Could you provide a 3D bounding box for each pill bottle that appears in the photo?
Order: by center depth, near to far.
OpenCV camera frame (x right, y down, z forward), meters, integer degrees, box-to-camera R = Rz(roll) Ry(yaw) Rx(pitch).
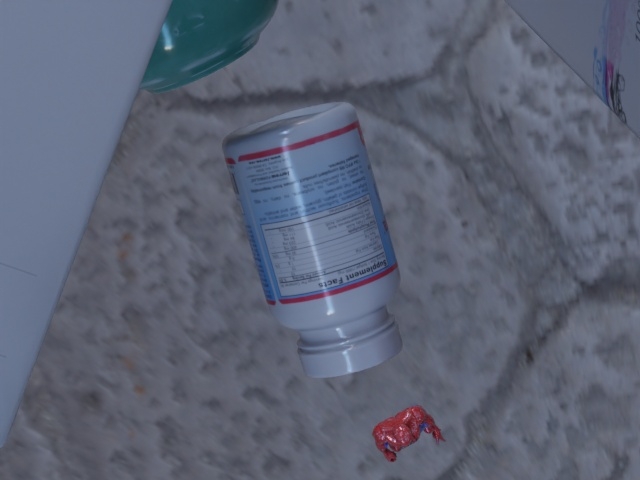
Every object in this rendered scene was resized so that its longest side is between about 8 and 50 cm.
[{"bbox_3d":[0.000,0.000,1.090,0.087,0.087,0.160,-14,100,7],"label":"pill bottle"}]

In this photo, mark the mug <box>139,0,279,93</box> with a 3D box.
[{"bbox_3d":[-0.078,-0.149,1.019,0.158,0.129,0.097,-16,109,28],"label":"mug"}]

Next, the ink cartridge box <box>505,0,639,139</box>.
[{"bbox_3d":[0.168,-0.109,0.463,0.168,0.171,0.232,-10,36,-16],"label":"ink cartridge box"}]

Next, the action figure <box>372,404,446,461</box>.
[{"bbox_3d":[0.051,0.114,1.039,0.038,0.115,0.030,-25,81,3],"label":"action figure"}]

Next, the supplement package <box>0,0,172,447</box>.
[{"bbox_3d":[-0.172,-0.095,0.692,0.175,0.177,0.293,21,88,-25],"label":"supplement package"}]
